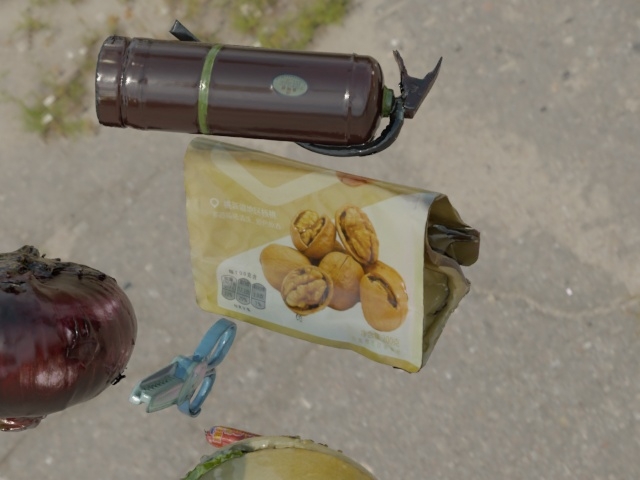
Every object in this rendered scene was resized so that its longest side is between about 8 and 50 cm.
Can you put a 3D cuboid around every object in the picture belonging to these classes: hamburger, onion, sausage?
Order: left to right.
[{"bbox_3d":[-0.382,0.133,1.705,0.313,0.232,0.314,-4,8,1],"label":"onion"},{"bbox_3d":[-0.101,0.277,1.849,0.129,0.034,0.034,13,57,17],"label":"sausage"},{"bbox_3d":[-0.050,0.354,1.523,0.300,0.300,0.176,-25,22,13],"label":"hamburger"}]

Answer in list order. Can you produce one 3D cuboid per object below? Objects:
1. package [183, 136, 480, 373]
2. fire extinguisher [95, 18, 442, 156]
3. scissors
[{"bbox_3d":[0.016,-0.009,1.559,0.311,0.221,0.165,12,30,27],"label":"package"},{"bbox_3d":[-0.049,-0.159,1.379,0.341,0.105,0.142,5,67,4],"label":"fire extinguisher"},{"bbox_3d":[-0.157,0.158,1.529,0.030,0.256,0.125,25,99,12],"label":"scissors"}]
